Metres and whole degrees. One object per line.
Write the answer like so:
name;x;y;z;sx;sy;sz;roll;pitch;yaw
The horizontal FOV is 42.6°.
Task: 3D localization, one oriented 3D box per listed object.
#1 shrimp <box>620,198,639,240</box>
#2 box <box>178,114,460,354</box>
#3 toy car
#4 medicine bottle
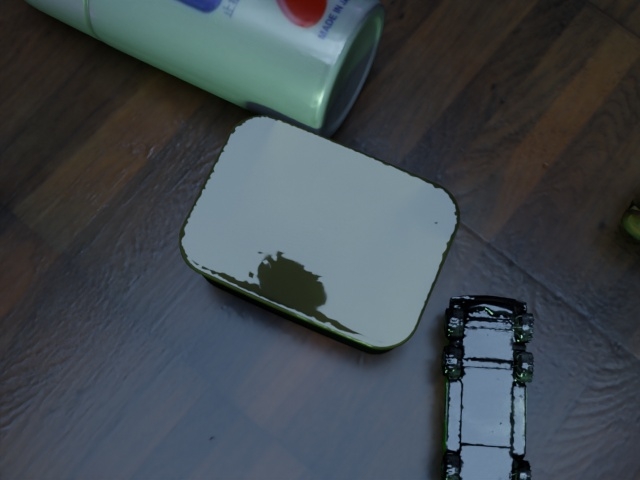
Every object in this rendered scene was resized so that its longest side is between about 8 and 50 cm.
shrimp;0.443;0.087;0.646;0.446;0.110;0.221;38;114;16
box;0.000;0.000;0.682;0.201;0.090;0.144;22;77;6
toy car;0.131;0.128;0.662;0.071;0.062;0.165;3;76;2
medicine bottle;-0.122;-0.212;0.714;0.341;0.130;0.130;26;77;10
